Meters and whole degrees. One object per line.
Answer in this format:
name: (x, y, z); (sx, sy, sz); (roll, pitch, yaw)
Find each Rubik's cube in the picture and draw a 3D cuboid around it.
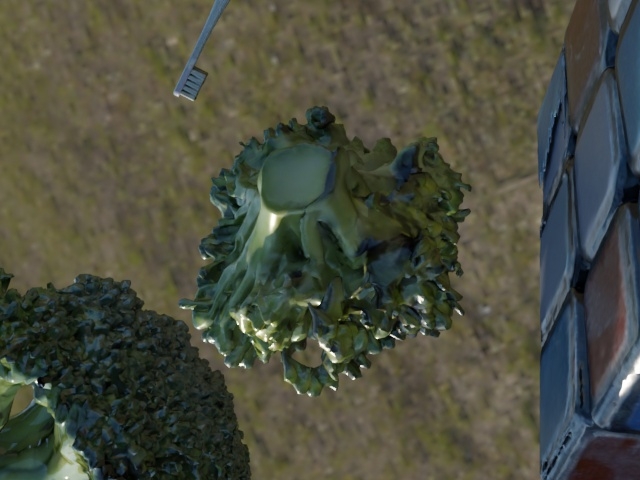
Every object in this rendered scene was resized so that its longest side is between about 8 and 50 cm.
Rubik's cube: (0.341, -0.034, 1.031); (0.359, 0.362, 0.363); (105, 172, -53)

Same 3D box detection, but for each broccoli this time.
broccoli: (-0.234, 0.205, 1.320); (0.353, 0.275, 0.397); (45, 118, -6)
broccoli: (0.007, 0.008, 1.811); (0.272, 0.334, 0.324); (-8, -77, -72)

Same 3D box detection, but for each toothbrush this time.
toothbrush: (-0.090, -0.311, 1.815); (0.342, 0.030, 0.025); (-63, 3, 20)
